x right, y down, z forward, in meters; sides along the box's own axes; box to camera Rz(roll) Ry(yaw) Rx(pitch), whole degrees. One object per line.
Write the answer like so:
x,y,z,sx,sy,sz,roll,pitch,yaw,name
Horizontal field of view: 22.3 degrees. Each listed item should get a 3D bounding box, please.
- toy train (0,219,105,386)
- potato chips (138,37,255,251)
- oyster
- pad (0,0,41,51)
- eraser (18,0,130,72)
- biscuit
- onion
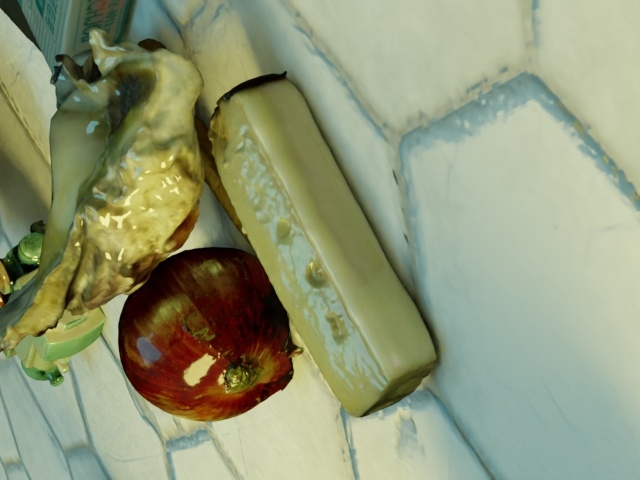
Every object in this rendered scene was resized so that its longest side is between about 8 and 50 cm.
-0.263,0.065,1.506,0.125,0.081,0.194,57,155,14,toy train
-0.062,-0.046,1.006,0.204,0.026,0.037,56,142,30,potato chips
-0.140,-0.030,1.011,0.271,0.100,0.275,-121,41,-55,oyster
-0.277,-0.254,1.333,0.211,0.003,0.143,45,149,44,pad
-0.159,-0.197,1.050,0.095,0.052,0.225,64,158,15,eraser
0.000,0.000,0.870,0.056,0.052,0.188,-44,70,49,biscuit
-0.074,0.062,1.028,0.118,0.119,0.117,38,139,52,onion
